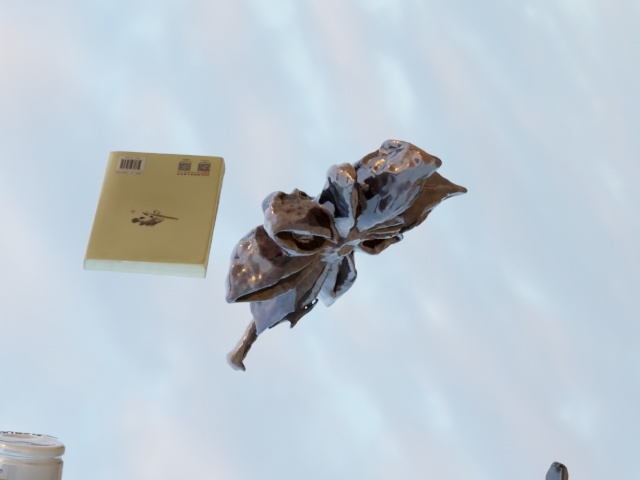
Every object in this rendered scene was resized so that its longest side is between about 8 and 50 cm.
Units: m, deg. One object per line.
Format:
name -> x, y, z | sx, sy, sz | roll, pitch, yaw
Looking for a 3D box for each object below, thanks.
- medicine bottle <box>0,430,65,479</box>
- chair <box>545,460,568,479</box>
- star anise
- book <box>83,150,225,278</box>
medicine bottle -> -0.205, 0.177, 1.322 | 0.057, 0.057, 0.089 | -1, -82, -69
chair -> 0.205, 0.367, 1.580 | 0.160, 0.186, 0.319 | -20, -58, -52
star anise -> 0.000, 0.000, 1.612 | 0.081, 0.262, 0.230 | 52, -157, 14
book -> -0.105, -0.017, 1.246 | 0.111, 0.077, 0.014 | -83, -4, -49
